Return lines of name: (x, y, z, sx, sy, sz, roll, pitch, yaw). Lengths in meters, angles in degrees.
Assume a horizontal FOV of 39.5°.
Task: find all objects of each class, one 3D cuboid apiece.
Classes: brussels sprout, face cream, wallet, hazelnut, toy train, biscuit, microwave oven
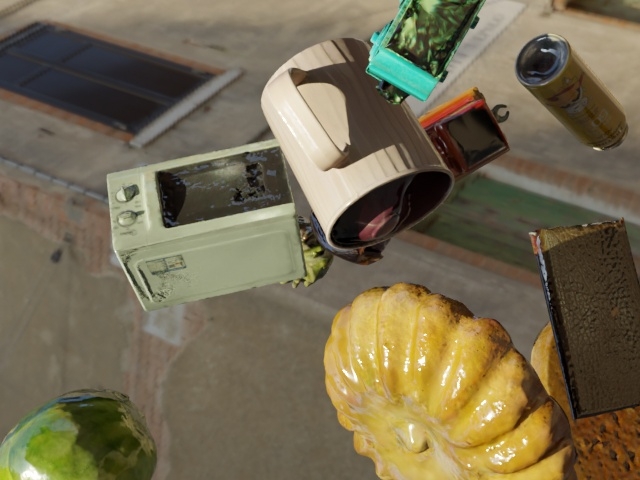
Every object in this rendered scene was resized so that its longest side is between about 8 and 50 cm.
brussels sprout: (-0.346, 0.319, 1.296, 0.219, 0.210, 0.271, -49, -4, 17)
face cream: (0.477, -0.253, 1.634, 0.349, 0.105, 0.105, 27, -96, -48)
wallet: (0.355, 0.097, 1.142, 0.039, 0.133, 0.243, 125, 134, -74)
hazelnut: (0.070, -0.048, 1.662, 0.202, 0.161, 0.170, -26, -45, -55)
toy train: (0.240, -0.182, 1.837, 0.369, 0.163, 0.231, -31, 5, -1)
biscuit: (0.516, 0.287, 1.449, 0.070, 0.350, 0.394, 111, 162, -61)
toy train: (0.129, -0.258, 1.082, 0.198, 0.107, 0.154, -60, 3, 9)
biscuit: (0.124, 0.196, 0.979, 0.107, 0.326, 0.325, -40, -35, -30)
microwave oven: (-0.190, -0.031, 1.519, 0.237, 0.295, 0.181, 82, 174, -58)

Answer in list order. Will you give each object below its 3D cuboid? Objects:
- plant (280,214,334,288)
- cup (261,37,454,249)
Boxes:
plant: (-0.001, -0.032, 2.184, 0.333, 0.251, 0.180, -35, -52, -29)
cup: (0.028, -0.141, 1.336, 0.288, 0.273, 0.208, -9, -27, -38)
